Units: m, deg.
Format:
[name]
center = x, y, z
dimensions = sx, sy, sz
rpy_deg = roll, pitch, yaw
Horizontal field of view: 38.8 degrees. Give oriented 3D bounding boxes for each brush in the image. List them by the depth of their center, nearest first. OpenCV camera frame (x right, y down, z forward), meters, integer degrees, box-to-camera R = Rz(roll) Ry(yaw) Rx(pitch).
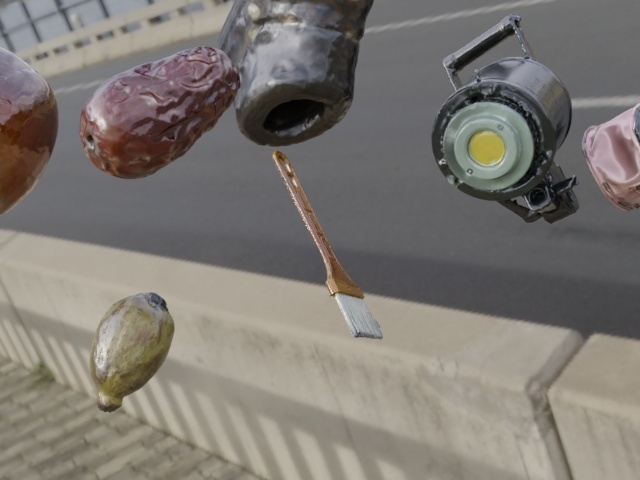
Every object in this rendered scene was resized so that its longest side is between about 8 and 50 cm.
[brush]
center = 0.000, 0.000, 1.268
dimensions = 0.017, 0.314, 0.090
rpy_deg = -34, -22, 19

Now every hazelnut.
[hazelnut]
center = -0.685, -0.217, 1.754
dimensions = 0.373, 0.315, 0.372
rpy_deg = -3, 61, 5

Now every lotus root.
[lotus root]
center = -0.325, 0.188, 1.544
dimensions = 0.138, 0.138, 0.214
rpy_deg = -2, 62, 44

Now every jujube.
[jujube]
center = -0.115, -0.096, 0.660
dimensions = 0.129, 0.077, 0.077
rpy_deg = -40, 26, -29

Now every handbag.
[handbag]
center = 0.570, -0.152, 1.618
dimensions = 0.116, 0.179, 0.205
rpy_deg = -35, 7, 41

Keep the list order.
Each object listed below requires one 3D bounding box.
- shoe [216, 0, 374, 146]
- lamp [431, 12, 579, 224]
[shoe]
center = -0.017, -0.305, 1.339
dimensions = 0.171, 0.237, 0.384
rpy_deg = 2, -33, -36
[lamp]
center = 0.304, -0.201, 1.544
dimensions = 0.205, 0.373, 0.272
rpy_deg = -30, -12, 30
